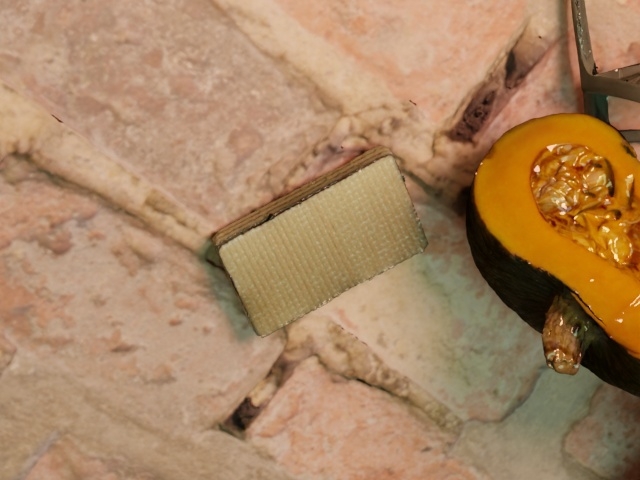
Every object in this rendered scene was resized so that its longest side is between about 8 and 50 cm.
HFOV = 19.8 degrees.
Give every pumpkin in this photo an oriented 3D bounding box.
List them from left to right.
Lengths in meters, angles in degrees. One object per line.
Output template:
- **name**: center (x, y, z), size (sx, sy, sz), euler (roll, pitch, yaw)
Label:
- **pumpkin**: center (0.285, 0.051, 1.815), size (0.242, 0.325, 0.232), euler (-45, 159, -19)

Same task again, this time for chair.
- **chair**: center (0.368, -0.162, 1.801), size (0.190, 0.203, 0.275), euler (-13, 110, -28)

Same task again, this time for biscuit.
- **biscuit**: center (0.000, 0.000, 1.814), size (0.199, 0.040, 0.121), euler (-27, 120, -7)
